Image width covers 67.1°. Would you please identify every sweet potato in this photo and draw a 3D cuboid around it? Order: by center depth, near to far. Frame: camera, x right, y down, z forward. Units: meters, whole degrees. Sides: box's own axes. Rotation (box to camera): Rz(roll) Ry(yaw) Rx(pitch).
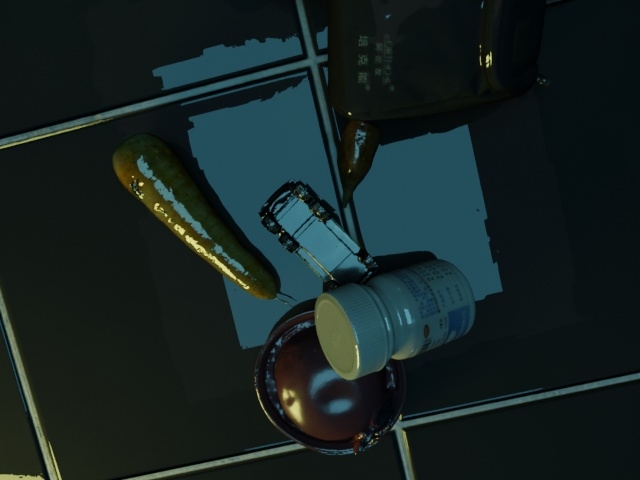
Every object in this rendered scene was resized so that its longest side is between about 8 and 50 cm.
[{"bbox_3d":[0.043,-0.097,0.614,0.049,0.049,0.117,14,106,1],"label":"sweet potato"}]

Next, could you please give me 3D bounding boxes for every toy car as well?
[{"bbox_3d":[0.000,0.000,0.612,0.165,0.062,0.071,45,97,-2],"label":"toy car"}]

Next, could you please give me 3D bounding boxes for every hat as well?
[{"bbox_3d":[0.013,0.187,0.616,0.205,0.089,0.206,0,96,2],"label":"hat"}]

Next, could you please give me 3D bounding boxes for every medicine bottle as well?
[{"bbox_3d":[0.088,0.088,0.566,0.167,0.105,0.105,-14,95,-25],"label":"medicine bottle"}]

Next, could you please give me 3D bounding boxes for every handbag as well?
[{"bbox_3d":[0.144,-0.272,0.473,0.274,0.178,0.302,-4,116,-6],"label":"handbag"}]

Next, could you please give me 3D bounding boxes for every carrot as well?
[{"bbox_3d":[-0.144,-0.012,0.618,0.078,0.078,0.298,-42,96,6],"label":"carrot"}]
